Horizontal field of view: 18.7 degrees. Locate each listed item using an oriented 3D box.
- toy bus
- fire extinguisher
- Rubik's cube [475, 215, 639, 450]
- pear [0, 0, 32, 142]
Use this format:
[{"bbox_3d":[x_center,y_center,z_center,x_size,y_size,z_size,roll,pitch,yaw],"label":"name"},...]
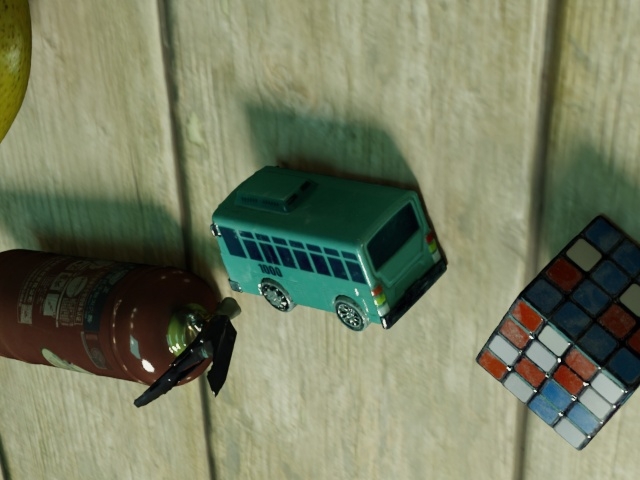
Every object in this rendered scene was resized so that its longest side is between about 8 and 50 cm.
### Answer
[{"bbox_3d":[0.000,0.000,1.390,0.160,0.079,0.092,12,134,43],"label":"toy bus"},{"bbox_3d":[-0.175,0.079,1.628,0.344,0.138,0.102,6,133,48],"label":"fire extinguisher"},{"bbox_3d":[0.171,0.059,1.236,0.092,0.092,0.092,41,148,10],"label":"Rubik's cube"},{"bbox_3d":[-0.353,-0.154,1.474,0.294,0.294,0.294,31,144,25],"label":"pear"}]
